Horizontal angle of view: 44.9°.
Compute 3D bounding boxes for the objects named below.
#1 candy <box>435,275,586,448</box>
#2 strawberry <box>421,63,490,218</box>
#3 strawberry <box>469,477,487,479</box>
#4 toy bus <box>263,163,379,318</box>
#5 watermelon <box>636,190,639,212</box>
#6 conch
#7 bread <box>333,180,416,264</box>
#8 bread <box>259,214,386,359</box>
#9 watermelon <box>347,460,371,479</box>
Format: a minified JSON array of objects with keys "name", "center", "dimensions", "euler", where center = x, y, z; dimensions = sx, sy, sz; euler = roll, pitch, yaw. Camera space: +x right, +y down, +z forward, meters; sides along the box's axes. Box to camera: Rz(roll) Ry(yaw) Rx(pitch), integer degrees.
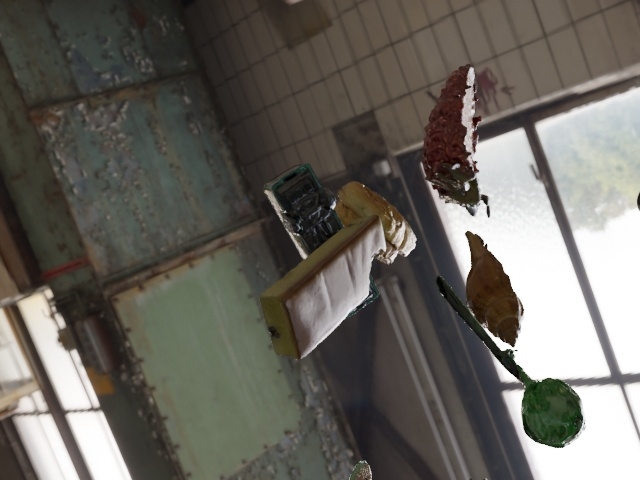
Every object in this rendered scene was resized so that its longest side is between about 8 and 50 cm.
[{"name":"candy","center":[0.276,0.172,1.180],"dimensions":[0.097,0.323,0.097],"euler":[-30,152,-17]},{"name":"strawberry","center":[0.195,-0.144,1.140],"dimensions":[0.087,0.167,0.208],"euler":[-7,-127,20]},{"name":"strawberry","center":[0.447,0.739,1.784],"dimensions":[0.292,0.343,0.292],"euler":[-32,-166,9]},{"name":"toy bus","center":[0.000,0.000,1.256],"dimensions":[0.091,0.262,0.109],"euler":[-33,-161,-14]},{"name":"watermelon","center":[0.798,-0.100,1.788],"dimensions":[0.133,0.105,0.105],"euler":[-45,175,25]},{"name":"conch","center":[0.312,0.086,1.484],"dimensions":[0.093,0.109,0.330],"euler":[-25,-141,4]},{"name":"bread","center":[0.128,-0.045,1.881],"dimensions":[0.120,0.198,0.236],"euler":[-46,146,3]},{"name":"bread","center":[0.013,0.051,0.965],"dimensions":[0.049,0.088,0.226],"euler":[-1,-156,37]},{"name":"watermelon","center":[0.097,0.581,1.846],"dimensions":[0.080,0.101,0.155],"euler":[-5,170,41]}]
